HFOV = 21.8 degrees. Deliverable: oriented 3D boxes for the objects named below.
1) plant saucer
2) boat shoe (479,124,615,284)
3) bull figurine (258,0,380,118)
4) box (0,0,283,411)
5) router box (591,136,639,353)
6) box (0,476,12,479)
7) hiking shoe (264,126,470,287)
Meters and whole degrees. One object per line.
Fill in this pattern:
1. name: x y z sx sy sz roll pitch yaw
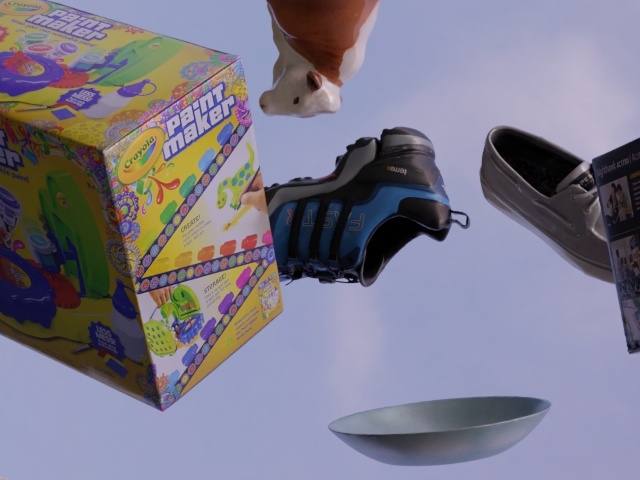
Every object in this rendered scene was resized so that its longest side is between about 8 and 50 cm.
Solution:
1. plant saucer: 0.104 0.166 1.427 0.195 0.195 0.037 -6 -89 42
2. boat shoe: 0.234 -0.036 1.519 0.227 0.079 0.081 33 -29 33
3. bull figurine: 0.001 -0.270 1.629 0.188 0.101 0.310 40 -60 14
4. box: -0.212 -0.043 1.508 0.290 0.177 0.279 20 -47 35
5. router box: 0.229 -0.004 1.005 0.179 0.046 0.133 153 -72 -74
6. box: -0.308 0.331 1.095 0.168 0.215 0.345 17 -116 4
7. hiking shoe: 0.000 0.000 1.762 0.304 0.113 0.132 -32 -119 17
